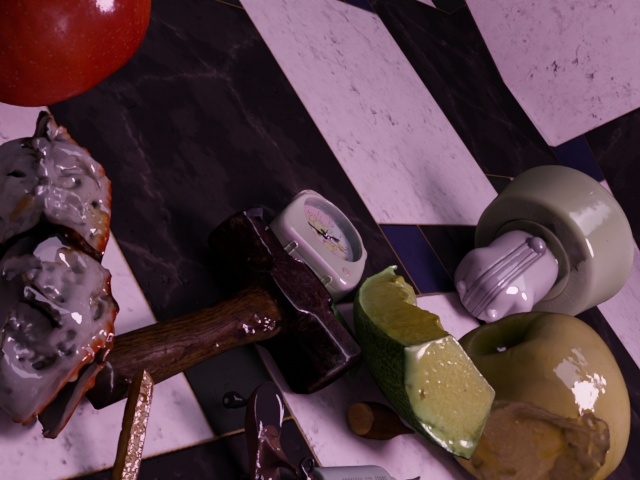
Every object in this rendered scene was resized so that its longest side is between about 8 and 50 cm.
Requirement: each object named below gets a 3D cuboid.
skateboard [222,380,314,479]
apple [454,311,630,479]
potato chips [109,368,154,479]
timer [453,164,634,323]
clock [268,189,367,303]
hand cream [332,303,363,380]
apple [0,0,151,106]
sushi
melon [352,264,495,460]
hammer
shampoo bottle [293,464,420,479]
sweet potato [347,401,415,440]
[{"bbox_3d":[-0.048,0.227,1.063,0.067,0.080,0.151,19,56,-57],"label":"skateboard"},{"bbox_3d":[0.296,0.232,1.403,0.279,0.279,0.279,36,30,-25],"label":"apple"},{"bbox_3d":[-0.177,0.219,0.921,0.026,0.037,0.204,39,40,-45],"label":"potato chips"},{"bbox_3d":[0.366,0.049,1.800,0.315,0.291,0.291,-30,80,-39],"label":"timer"},{"bbox_3d":[0.000,0.000,1.467,0.151,0.062,0.191,45,27,-7],"label":"clock"},{"bbox_3d":[0.003,0.104,1.354,0.175,0.046,0.095,53,18,-2],"label":"hand cream"},{"bbox_3d":[-0.322,-0.282,1.133,0.260,0.260,0.216,-87,155,-53],"label":"apple"},{"bbox_3d":[-0.271,0.025,0.957,0.130,0.124,0.332,36,31,-40],"label":"sushi"},{"bbox_3d":[0.116,0.144,1.360,0.196,0.124,0.323,61,-4,-25],"label":"melon"},{"bbox_3d":[-0.131,0.103,1.136,0.242,0.095,0.409,55,33,11],"label":"hammer"},{"bbox_3d":[0.047,0.294,1.172,0.195,0.056,0.056,15,43,-50],"label":"shampoo bottle"},{"bbox_3d":[0.086,0.242,1.302,0.117,0.049,0.049,23,37,-40],"label":"sweet potato"}]
